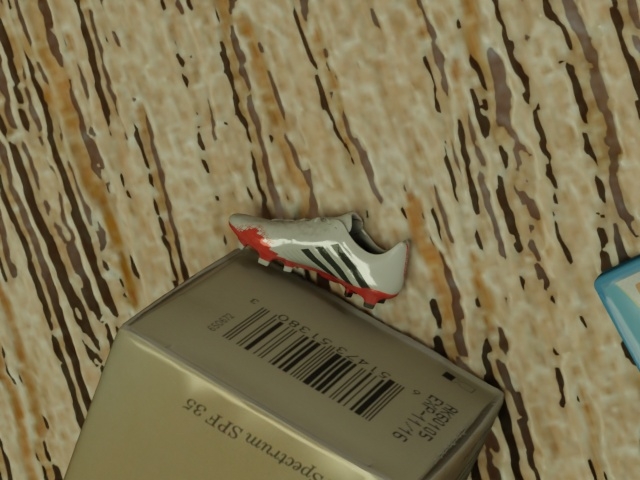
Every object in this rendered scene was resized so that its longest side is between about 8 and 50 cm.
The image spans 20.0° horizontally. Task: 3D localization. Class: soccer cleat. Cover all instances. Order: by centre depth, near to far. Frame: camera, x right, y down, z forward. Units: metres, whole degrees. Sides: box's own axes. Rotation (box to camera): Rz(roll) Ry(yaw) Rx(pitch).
[{"bbox_3d":[0.000,0.000,0.797,0.083,0.029,0.036,24,105,13],"label":"soccer cleat"}]

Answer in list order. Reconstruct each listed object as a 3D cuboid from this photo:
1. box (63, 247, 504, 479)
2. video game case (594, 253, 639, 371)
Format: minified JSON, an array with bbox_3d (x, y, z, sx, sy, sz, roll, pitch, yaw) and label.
[{"bbox_3d":[-0.053,0.179,0.819,0.148,0.121,0.311,27,115,14],"label":"box"},{"bbox_3d":[0.207,0.033,0.717,0.166,0.015,0.119,-28,93,29],"label":"video game case"}]
